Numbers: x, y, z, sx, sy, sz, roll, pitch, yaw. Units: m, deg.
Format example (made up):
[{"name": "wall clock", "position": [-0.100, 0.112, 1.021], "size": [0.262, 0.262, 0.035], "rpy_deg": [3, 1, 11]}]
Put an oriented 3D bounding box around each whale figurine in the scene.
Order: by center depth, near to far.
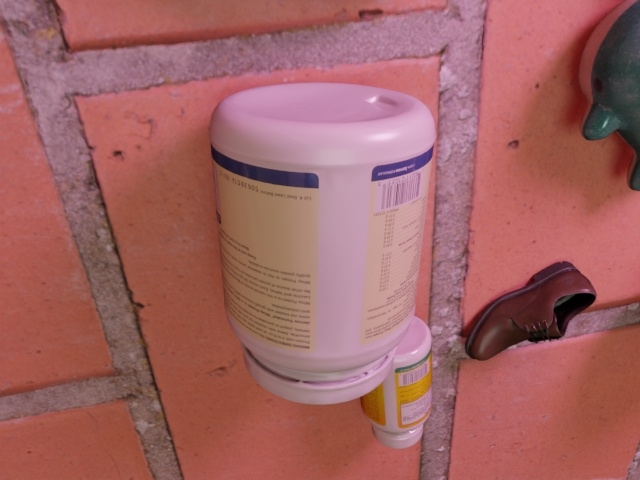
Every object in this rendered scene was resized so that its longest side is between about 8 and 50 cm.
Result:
[{"name": "whale figurine", "position": [0.449, -0.181, 0.644], "size": [0.216, 0.141, 0.272], "rpy_deg": [-26, 120, 2]}]

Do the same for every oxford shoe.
[{"name": "oxford shoe", "position": [0.335, 0.129, 0.809], "size": [0.227, 0.096, 0.083], "rpy_deg": [-40, 120, 12]}]

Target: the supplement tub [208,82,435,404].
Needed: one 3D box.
[{"name": "supplement tub", "position": [0.000, 0.000, 0.587], "size": [0.235, 0.235, 0.325], "rpy_deg": [-4, 118, -10]}]

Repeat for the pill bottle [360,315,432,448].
[{"name": "pill bottle", "position": [0.119, 0.226, 0.799], "size": [0.117, 0.118, 0.209], "rpy_deg": [-11, 119, -6]}]
